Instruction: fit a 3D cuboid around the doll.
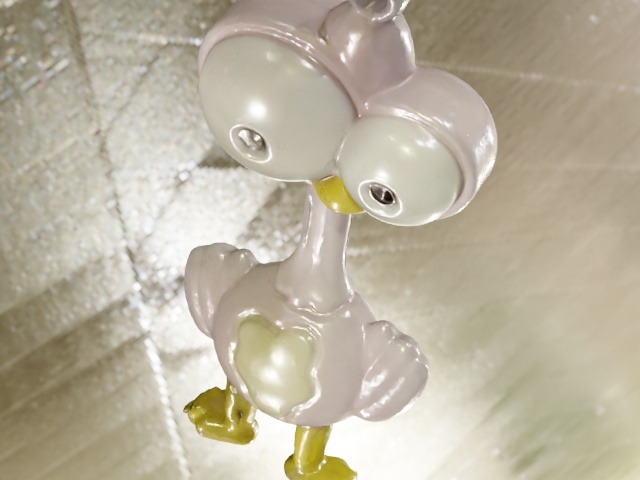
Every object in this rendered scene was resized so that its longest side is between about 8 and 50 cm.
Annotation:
[{"bbox_3d":[0.001,-0.001,0.758,0.094,0.160,0.365,-48,159,-39],"label":"doll"}]
